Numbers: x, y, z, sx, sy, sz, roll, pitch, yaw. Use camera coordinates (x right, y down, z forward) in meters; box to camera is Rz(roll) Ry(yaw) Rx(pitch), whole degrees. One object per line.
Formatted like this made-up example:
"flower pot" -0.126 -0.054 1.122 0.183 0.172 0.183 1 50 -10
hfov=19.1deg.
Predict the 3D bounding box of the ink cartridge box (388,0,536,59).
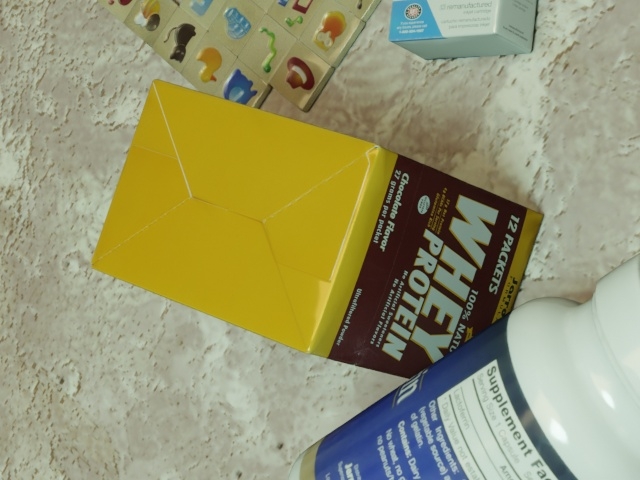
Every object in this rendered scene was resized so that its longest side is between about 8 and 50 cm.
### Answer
"ink cartridge box" 0.099 -0.189 1.284 0.089 0.052 0.122 0 78 36

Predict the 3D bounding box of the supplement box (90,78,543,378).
"supplement box" 0.000 0.000 1.222 0.191 0.194 0.129 19 90 38

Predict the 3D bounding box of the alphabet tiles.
"alphabet tiles" -0.051 -0.205 1.426 0.237 0.009 0.198 42 104 34

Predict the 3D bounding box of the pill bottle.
"pill bottle" 0.122 0.127 1.131 0.265 0.153 0.153 -36 61 24
